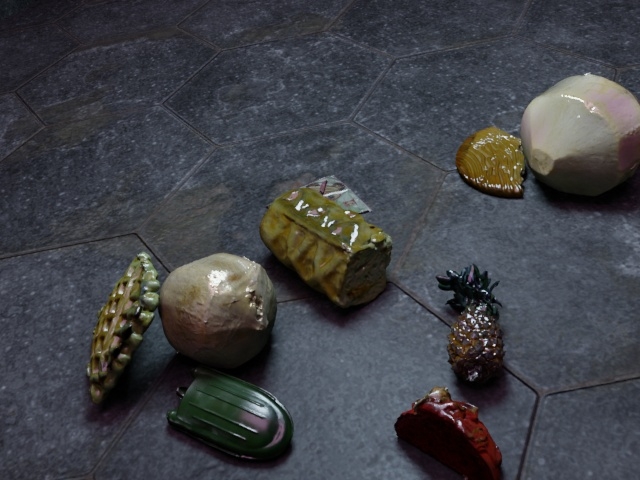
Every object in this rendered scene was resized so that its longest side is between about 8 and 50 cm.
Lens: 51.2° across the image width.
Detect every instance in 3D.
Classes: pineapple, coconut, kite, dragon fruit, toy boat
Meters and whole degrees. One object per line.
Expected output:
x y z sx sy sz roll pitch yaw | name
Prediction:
0.228 0.128 1.019 0.103 0.083 0.221 -1 38 11 | pineapple
-0.155 0.110 1.065 0.194 0.194 0.194 -7 39 6 | coconut
-0.008 -0.064 1.366 0.229 0.012 0.250 4 43 20 | kite
0.179 0.241 0.879 0.083 0.106 0.162 -36 43 -28 | dragon fruit
0.491 -0.196 1.256 0.237 0.197 0.237 -3 41 2 | coconut
-0.134 0.254 0.981 0.210 0.052 0.104 14 62 27 | toy boat

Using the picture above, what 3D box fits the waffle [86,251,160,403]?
-0.324 0.136 1.089 0.214 0.054 0.208 -54 27 16 | waffle

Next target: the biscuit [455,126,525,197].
0.368 -0.164 1.376 0.176 0.031 0.228 -23 40 -11 | biscuit

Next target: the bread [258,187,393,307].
0.000 0.000 1.195 0.152 0.130 0.268 -40 47 -18 | bread
